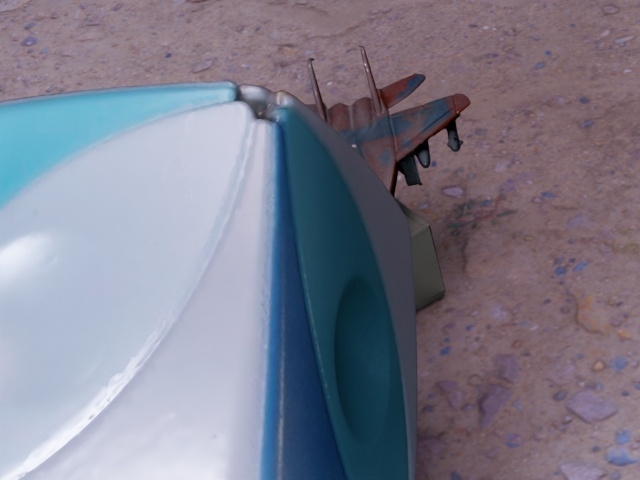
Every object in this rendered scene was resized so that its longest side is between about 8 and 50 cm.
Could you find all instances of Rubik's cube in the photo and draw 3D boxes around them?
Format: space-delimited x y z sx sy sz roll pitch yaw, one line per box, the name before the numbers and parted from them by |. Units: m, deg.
Rubik's cube | -0.132 0.097 1.446 0.352 0.347 0.352 -2 74 21

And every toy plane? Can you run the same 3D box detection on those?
toy plane | 0.037 -0.053 1.732 0.223 0.104 0.326 -13 40 5

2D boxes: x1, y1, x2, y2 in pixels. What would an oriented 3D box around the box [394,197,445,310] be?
box | 0.000 0.000 1.833 0.129 0.086 0.225 -29 38 -16
